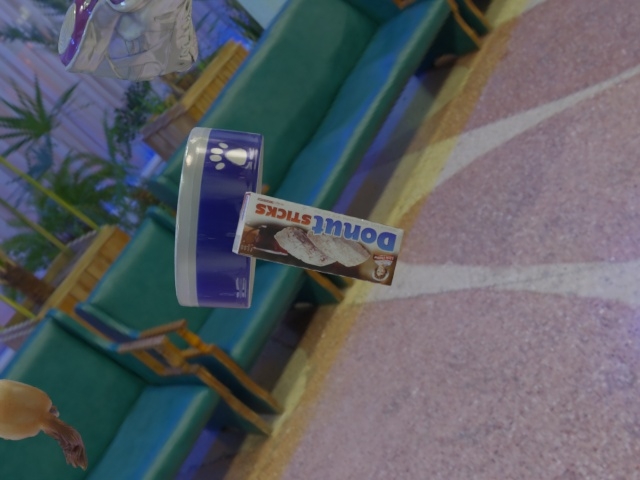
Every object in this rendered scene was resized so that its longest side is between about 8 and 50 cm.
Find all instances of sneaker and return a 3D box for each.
[{"bbox_3d":[-0.187,-0.270,0.920,0.305,0.152,0.114,-19,65,52],"label":"sneaker"}]

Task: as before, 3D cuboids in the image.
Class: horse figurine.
[{"bbox_3d":[-0.360,0.174,0.834,0.174,0.263,0.066,141,145,-64],"label":"horse figurine"}]

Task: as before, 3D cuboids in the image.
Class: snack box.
[{"bbox_3d":[0.000,0.000,0.838,0.022,0.178,0.064,11,88,67],"label":"snack box"}]

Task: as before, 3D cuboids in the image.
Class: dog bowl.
[{"bbox_3d":[-0.145,-0.032,1.186,0.265,0.104,0.265,-176,90,-87],"label":"dog bowl"}]
